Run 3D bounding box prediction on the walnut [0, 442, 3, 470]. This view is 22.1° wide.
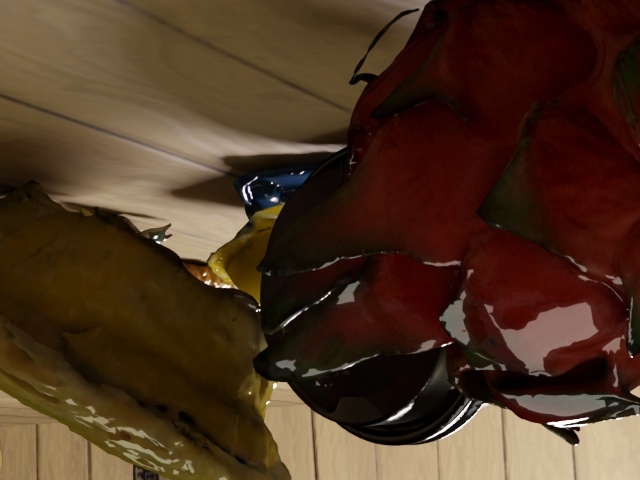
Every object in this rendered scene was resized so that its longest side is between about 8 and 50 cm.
[{"bbox_3d":[-0.542,0.259,1.825,0.381,0.381,0.381,-2,171,0],"label":"walnut"}]

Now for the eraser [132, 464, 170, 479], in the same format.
[{"bbox_3d":[-0.169,0.246,1.999,0.081,0.278,0.124,4,170,-35],"label":"eraser"}]

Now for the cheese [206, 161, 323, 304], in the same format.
[{"bbox_3d":[0.000,0.000,1.210,0.177,0.069,0.270,-7,161,4],"label":"cheese"}]

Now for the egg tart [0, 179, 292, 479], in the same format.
[{"bbox_3d":[-0.146,0.061,1.131,0.345,0.132,0.345,30,174,4],"label":"egg tart"}]

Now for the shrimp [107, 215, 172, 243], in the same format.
[{"bbox_3d":[-0.155,-0.004,1.269,0.038,0.029,0.092,-10,171,36],"label":"shrimp"}]

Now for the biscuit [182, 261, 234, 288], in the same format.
[{"bbox_3d":[-0.208,0.052,1.568,0.254,0.035,0.254,-3,171,0],"label":"biscuit"}]

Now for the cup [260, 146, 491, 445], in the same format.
[{"bbox_3d":[0.110,0.027,1.093,0.280,0.196,0.196,-5,175,-42],"label":"cup"}]

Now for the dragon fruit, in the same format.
[{"bbox_3d":[0.091,-0.017,0.742,0.274,0.193,0.192,-21,143,29],"label":"dragon fruit"}]
